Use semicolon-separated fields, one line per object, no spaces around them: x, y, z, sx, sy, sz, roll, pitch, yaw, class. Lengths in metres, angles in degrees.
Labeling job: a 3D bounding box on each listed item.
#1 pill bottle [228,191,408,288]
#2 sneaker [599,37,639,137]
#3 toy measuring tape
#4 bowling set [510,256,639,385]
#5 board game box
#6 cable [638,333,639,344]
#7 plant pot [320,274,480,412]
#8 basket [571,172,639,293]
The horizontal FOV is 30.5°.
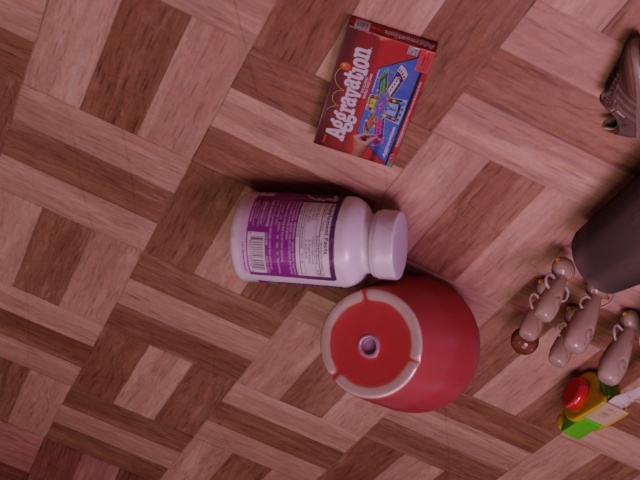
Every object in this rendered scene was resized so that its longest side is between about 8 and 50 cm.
0.000;0.000;2.133;0.301;0.169;0.169;4;140;16;pill bottle
0.456;-0.224;1.775;0.071;0.066;0.188;2;139;19;sneaker
0.578;0.293;2.329;0.121;0.121;0.330;28;139;-14;toy measuring tape
0.444;0.137;2.190;0.199;0.154;0.287;0;144;49;bowling set
0.085;-0.237;1.925;0.145;0.027;0.281;18;142;0;board game box
0.708;0.182;2.129;0.257;0.089;0.257;32;154;-17;cable
0.132;0.191;2.166;0.274;0.275;0.243;-3;175;23;plant pot
0.539;-0.010;1.946;0.204;0.154;0.227;34;143;-12;basket
